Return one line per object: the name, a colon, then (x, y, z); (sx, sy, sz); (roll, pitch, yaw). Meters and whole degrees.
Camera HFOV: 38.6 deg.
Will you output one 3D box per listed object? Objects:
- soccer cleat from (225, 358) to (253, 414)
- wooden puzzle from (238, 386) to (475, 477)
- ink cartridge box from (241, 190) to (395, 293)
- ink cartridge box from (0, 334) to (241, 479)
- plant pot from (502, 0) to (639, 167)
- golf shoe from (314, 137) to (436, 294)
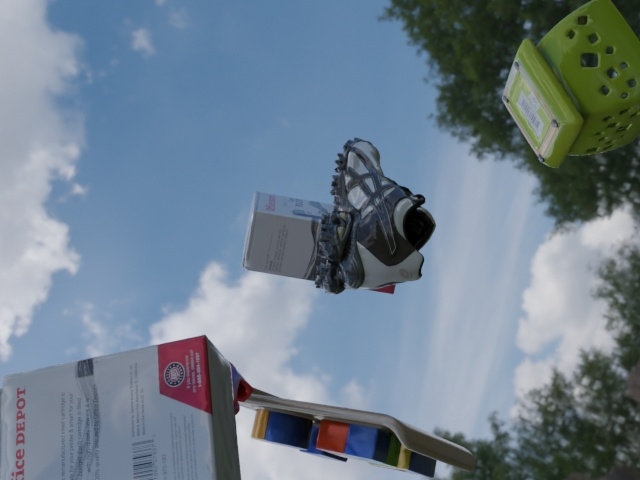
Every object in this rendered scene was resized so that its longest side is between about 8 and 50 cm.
soccer cleat: (-0.156, 0.225, 1.217); (0.083, 0.095, 0.248); (-58, 1, 17)
wooden puzzle: (0.033, 0.306, 1.424); (0.322, 0.347, 0.080); (35, -113, -57)
ink cartridge box: (0.000, 0.000, 1.327); (0.158, 0.218, 0.092); (-103, 22, -76)
ink cartridge box: (-0.136, 0.138, 0.621); (0.063, 0.150, 0.109); (64, -165, -62)
plant pot: (0.477, -0.281, 1.716); (0.207, 0.228, 0.227); (-25, -18, -9)
golf shoe: (0.051, -0.020, 0.774); (0.198, 0.094, 0.077); (-79, -9, -52)
